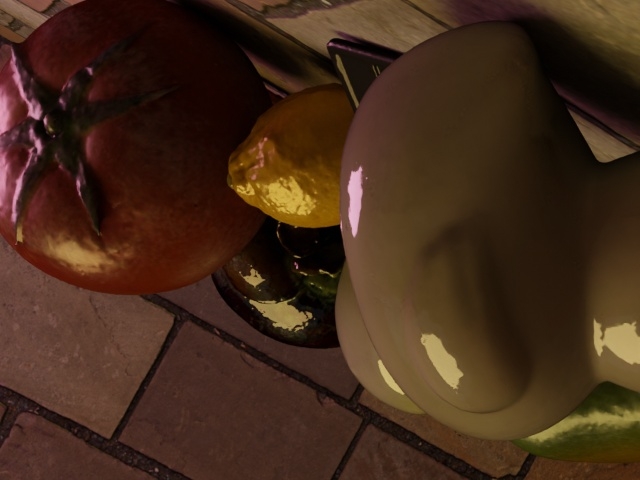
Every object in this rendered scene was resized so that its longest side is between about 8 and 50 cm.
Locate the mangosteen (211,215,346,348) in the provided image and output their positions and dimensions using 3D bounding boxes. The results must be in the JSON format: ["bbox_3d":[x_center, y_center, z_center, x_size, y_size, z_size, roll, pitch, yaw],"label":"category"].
[{"bbox_3d":[0.000,0.000,1.401,0.231,0.231,0.289,29,180,-6],"label":"mangosteen"}]

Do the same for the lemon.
[{"bbox_3d":[0.000,-0.067,1.132,0.114,0.155,0.114,164,90,-87],"label":"lemon"}]

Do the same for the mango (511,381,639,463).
[{"bbox_3d":[0.261,0.117,1.098,0.156,0.251,0.114,34,-144,-58],"label":"mango"}]

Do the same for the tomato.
[{"bbox_3d":[-0.160,-0.081,1.249,0.264,0.265,0.265,29,178,1],"label":"tomato"}]

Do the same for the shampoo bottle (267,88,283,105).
[{"bbox_3d":[-0.135,-0.177,1.408,0.220,0.051,0.108,30,175,-19],"label":"shampoo bottle"}]

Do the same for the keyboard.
[{"bbox_3d":[0.096,0.012,1.065,0.103,0.041,0.381,24,143,45],"label":"keyboard"}]

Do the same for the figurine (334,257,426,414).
[{"bbox_3d":[0.218,0.063,1.272,0.394,0.227,0.274,15,-149,8],"label":"figurine"}]

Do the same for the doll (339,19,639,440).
[{"bbox_3d":[0.134,-0.002,0.733,0.221,0.221,0.251,25,148,59],"label":"doll"}]
